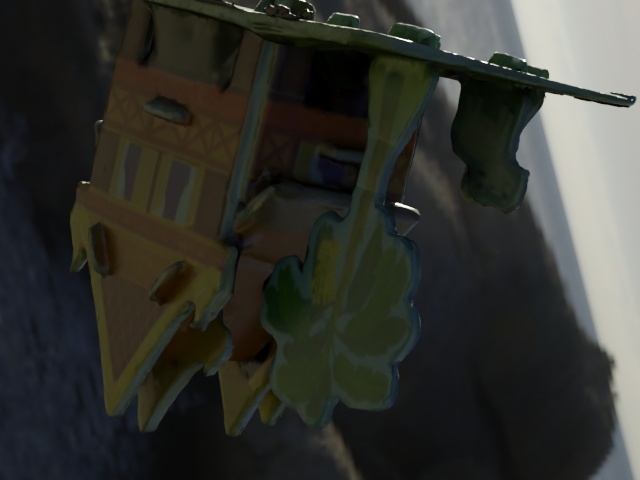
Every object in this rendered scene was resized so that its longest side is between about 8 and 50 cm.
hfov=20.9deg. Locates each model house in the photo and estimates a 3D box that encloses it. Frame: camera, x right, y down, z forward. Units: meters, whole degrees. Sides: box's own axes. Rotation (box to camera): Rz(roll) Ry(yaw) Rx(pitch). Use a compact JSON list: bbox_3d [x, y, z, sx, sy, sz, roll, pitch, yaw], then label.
[{"bbox_3d":[0.000,0.000,1.150,0.358,0.242,0.312,20,-78,50],"label":"model house"}]
